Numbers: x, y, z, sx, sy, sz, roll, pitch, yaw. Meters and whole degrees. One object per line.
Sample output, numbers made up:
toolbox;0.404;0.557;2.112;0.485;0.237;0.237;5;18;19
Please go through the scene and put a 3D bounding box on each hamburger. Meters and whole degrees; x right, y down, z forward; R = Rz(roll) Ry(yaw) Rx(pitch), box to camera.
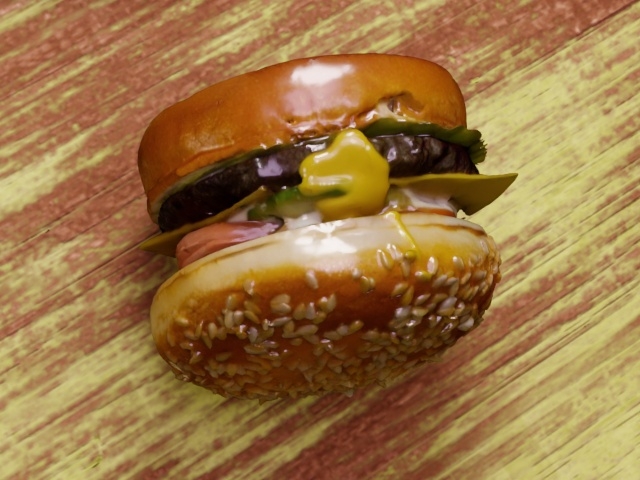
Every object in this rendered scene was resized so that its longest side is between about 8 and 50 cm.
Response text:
hamburger;0.000;0.000;1.243;0.291;0.291;0.225;-8;75;-14
